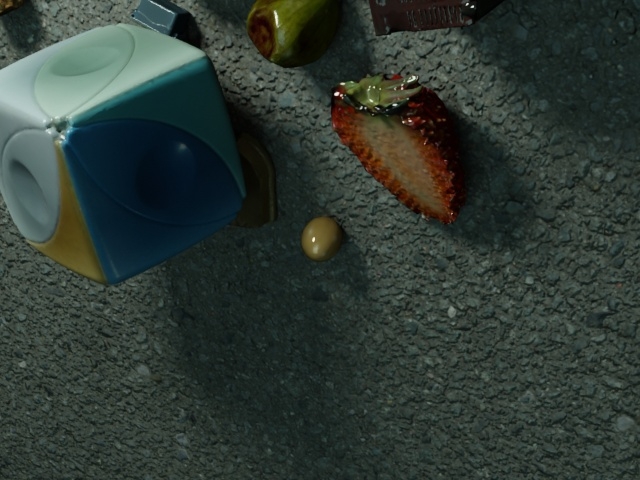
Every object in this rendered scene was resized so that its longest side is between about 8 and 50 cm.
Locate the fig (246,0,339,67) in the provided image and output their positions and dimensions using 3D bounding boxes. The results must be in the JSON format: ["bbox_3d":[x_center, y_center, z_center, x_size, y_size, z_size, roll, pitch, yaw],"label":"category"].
[{"bbox_3d":[-0.041,-0.377,1.760,0.165,0.154,0.144,-34,81,6],"label":"fig"}]

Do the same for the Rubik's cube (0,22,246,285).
[{"bbox_3d":[-0.379,-0.164,1.844,0.347,0.351,0.352,25,139,42],"label":"Rubik's cube"}]

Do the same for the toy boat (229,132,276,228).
[{"bbox_3d":[-0.151,-0.115,1.989,0.116,0.061,0.188,9,119,25],"label":"toy boat"}]

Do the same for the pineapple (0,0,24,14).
[{"bbox_3d":[-0.683,-0.574,1.993,0.130,0.119,0.277,-9,110,51],"label":"pineapple"}]

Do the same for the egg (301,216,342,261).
[{"bbox_3d":[0.000,0.000,1.951,0.080,0.096,0.080,13,126,19],"label":"egg"}]

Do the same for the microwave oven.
[{"bbox_3d":[0.187,-0.432,1.533,0.178,0.247,0.188,3,116,29],"label":"microwave oven"}]

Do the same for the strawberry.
[{"bbox_3d":[0.156,-0.173,1.778,0.233,0.138,0.306,13,148,43],"label":"strawberry"}]

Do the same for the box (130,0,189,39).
[{"bbox_3d":[-0.295,-0.419,1.900,0.099,0.074,0.054,31,112,10],"label":"box"}]
